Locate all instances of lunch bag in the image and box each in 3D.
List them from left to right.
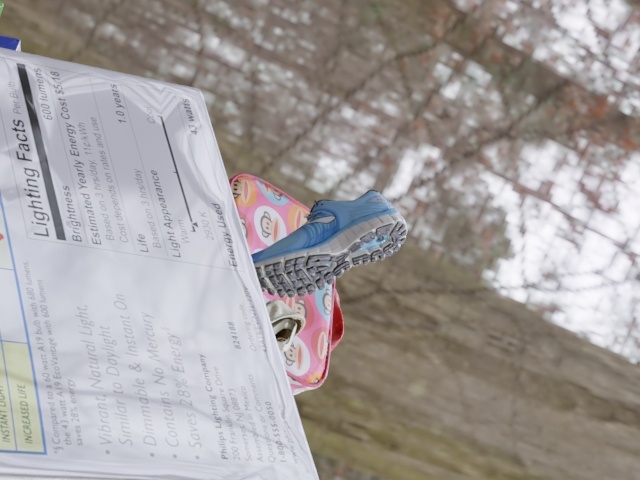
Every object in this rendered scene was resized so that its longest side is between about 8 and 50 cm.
[{"bbox_3d":[-0.071,0.074,2.180,0.120,0.258,0.293,-27,-135,42],"label":"lunch bag"}]

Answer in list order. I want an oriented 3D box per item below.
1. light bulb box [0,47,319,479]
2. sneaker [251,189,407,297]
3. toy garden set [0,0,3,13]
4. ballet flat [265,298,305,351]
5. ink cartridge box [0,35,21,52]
[{"bbox_3d":[-0.241,0.062,1.019,0.225,0.361,0.358,-51,-136,37],"label":"light bulb box"},{"bbox_3d":[0.000,0.000,1.487,0.162,0.063,0.073,-21,-128,-5],"label":"sneaker"},{"bbox_3d":[-0.375,-0.269,1.376,0.049,0.204,0.244,-52,-178,-33],"label":"toy garden set"},{"bbox_3d":[-0.064,0.107,1.635,0.168,0.052,0.057,-41,152,-58],"label":"ballet flat"},{"bbox_3d":[-0.423,-0.171,1.930,0.207,0.097,0.046,97,4,-50],"label":"ink cartridge box"}]
